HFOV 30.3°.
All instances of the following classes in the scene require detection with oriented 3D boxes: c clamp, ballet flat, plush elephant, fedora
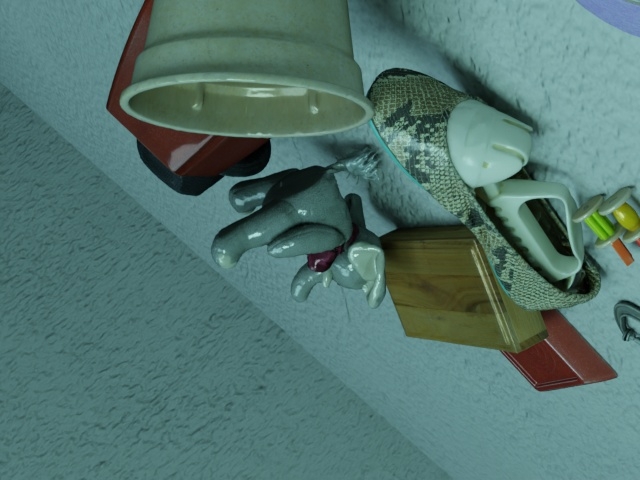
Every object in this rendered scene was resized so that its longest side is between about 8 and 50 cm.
[{"bbox_3d":[0.511,0.160,1.796,0.160,0.022,0.137,36,160,30],"label":"c clamp"},{"bbox_3d":[0.263,-0.074,1.680,0.182,0.164,0.483,-4,137,46],"label":"ballet flat"},{"bbox_3d":[0.000,0.000,2.145,0.272,0.330,0.255,-93,-22,-65],"label":"plush elephant"},{"bbox_3d":[-0.256,-0.201,2.292,0.334,0.334,0.152,43,122,11],"label":"fedora"}]

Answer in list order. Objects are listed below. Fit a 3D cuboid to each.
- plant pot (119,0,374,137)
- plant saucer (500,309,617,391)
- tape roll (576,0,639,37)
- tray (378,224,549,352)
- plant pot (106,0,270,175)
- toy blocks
[{"bbox_3d":[-0.091,-0.318,1.571,0.333,0.306,0.334,2,173,0],"label":"plant pot"},{"bbox_3d":[0.374,0.176,2.111,0.258,0.048,0.259,47,162,-1],"label":"plant saucer"},{"bbox_3d":[0.304,-0.320,1.102,0.275,0.090,0.275,42,163,16],"label":"tape roll"},{"bbox_3d":[0.230,0.080,2.086,0.411,0.076,0.203,-3,111,68],"label":"tray"},{"bbox_3d":[-0.202,-0.253,2.010,0.267,0.236,0.267,43,-167,11],"label":"plant pot"},{"bbox_3d":[0.424,0.005,1.600,0.148,0.054,0.123,48,162,-7],"label":"toy blocks"}]
